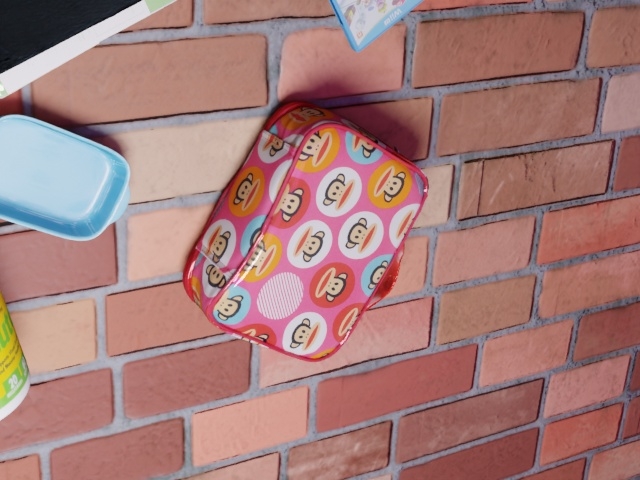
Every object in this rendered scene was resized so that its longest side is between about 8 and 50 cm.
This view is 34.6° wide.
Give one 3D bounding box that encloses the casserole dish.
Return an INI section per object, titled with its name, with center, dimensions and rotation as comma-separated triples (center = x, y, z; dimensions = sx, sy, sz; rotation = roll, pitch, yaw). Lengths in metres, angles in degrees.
[casserole dish]
center = -0.295, -0.070, 1.103
dimensions = 0.188, 0.037, 0.114
rotation = 21, 102, -37

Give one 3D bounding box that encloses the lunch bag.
[lunch bag]
center = 0.000, 0.000, 1.260
dimensions = 0.258, 0.120, 0.293
rotation = 26, 98, -38

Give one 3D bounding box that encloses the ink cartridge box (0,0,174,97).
[ink cartridge box]
center = -0.260, -0.271, 1.011
dimensions = 0.235, 0.056, 0.171
rotation = -34, 127, -16

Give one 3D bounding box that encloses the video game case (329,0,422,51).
[video game case]
center = 0.056, -0.314, 1.186
dimensions = 0.119, 0.015, 0.166
rotation = -40, 137, -8

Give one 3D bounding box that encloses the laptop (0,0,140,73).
[laptop]
center = -0.279, -0.348, 0.809
dimensions = 0.382, 0.236, 0.408
rotation = 46, 56, -67

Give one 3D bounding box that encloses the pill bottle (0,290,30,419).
[pill bottle]
center = -0.396, 0.068, 1.048
dimensions = 0.136, 0.136, 0.245
rotation = -22, 123, -20
